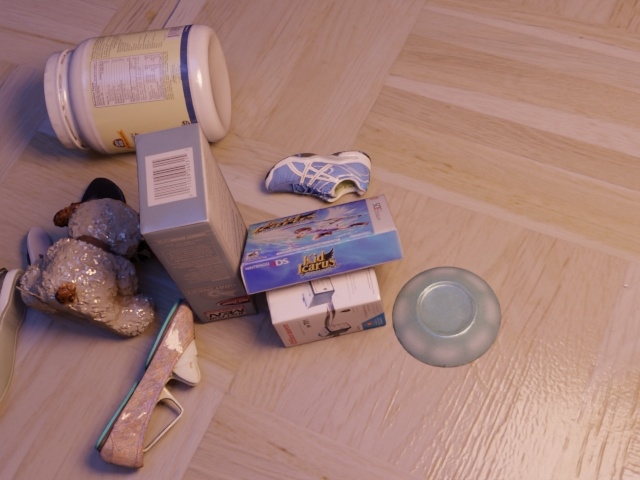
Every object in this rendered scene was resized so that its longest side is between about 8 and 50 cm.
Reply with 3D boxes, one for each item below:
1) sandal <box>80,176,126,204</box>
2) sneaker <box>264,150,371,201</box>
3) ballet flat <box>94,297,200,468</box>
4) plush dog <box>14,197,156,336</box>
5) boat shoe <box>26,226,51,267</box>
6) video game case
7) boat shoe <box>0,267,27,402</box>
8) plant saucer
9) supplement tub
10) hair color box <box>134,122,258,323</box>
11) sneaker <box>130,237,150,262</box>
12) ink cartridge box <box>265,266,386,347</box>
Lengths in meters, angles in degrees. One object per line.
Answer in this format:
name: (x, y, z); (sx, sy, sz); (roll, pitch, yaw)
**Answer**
sandal: (-0.450, -0.016, 1.709); (0.097, 0.054, 0.255); (3, 64, 11)
sneaker: (-0.005, -0.119, 1.673); (0.211, 0.080, 0.081); (-9, 59, 7)
ballet flat: (-0.277, 0.257, 1.531); (0.106, 0.107, 0.316); (27, 75, 0)
plush dog: (-0.412, 0.027, 1.572); (0.262, 0.210, 0.225); (16, 70, 4)
boat shoe: (-0.560, 0.036, 1.708); (0.040, 0.049, 0.142); (-41, 51, 31)
video game case: (0.000, 0.000, 1.537); (0.269, 0.244, 0.061); (-13, 106, 3)
boat shoe: (-0.624, 0.189, 1.610); (0.091, 0.114, 0.303); (-1, 51, 8)
plant saucer: (0.223, 0.127, 1.536); (0.194, 0.037, 0.195); (-4, 62, 8)
supplement tub: (-0.358, -0.298, 1.735); (0.324, 0.235, 0.235); (-6, 63, 7)
hair color box: (-0.205, -0.015, 1.487); (0.113, 0.374, 0.185); (-11, 62, 3)
sneaker: (-0.337, -0.006, 1.693); (0.169, 0.068, 0.071); (-10, 47, -5)
ink cartridge box: (0.012, 0.113, 1.519); (0.190, 0.140, 0.082); (-14, 64, 3)
